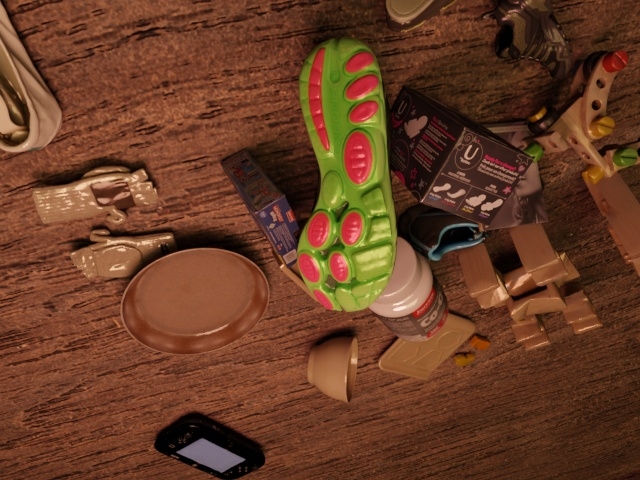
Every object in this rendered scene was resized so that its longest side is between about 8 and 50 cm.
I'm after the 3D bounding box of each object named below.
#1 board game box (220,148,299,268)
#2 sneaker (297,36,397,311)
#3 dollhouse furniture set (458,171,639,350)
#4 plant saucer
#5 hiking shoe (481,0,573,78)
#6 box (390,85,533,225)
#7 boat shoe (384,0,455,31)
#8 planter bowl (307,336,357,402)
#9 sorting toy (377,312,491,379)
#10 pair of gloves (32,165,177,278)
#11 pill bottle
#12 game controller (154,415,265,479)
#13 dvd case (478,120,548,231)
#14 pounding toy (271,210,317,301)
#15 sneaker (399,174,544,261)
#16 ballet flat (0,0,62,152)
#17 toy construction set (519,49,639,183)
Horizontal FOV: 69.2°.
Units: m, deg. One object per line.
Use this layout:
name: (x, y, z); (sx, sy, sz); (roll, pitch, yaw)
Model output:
board game box: (-0.110, -0.072, 0.877); (0.060, 0.194, 0.194); (-32, 147, -7)
sneaker: (0.066, -0.099, 0.836); (0.185, 0.202, 0.484); (8, 106, 19)
dollhouse furniture set: (0.579, 0.036, 1.133); (0.394, 0.257, 0.362); (-29, 132, 28)
plant saucer: (-0.267, 0.128, 1.009); (0.310, 0.050, 0.311); (-12, 131, -14)
hiking shoe: (0.391, -0.379, 0.876); (0.114, 0.086, 0.226); (-27, 135, 31)
box: (0.231, -0.164, 0.855); (0.163, 0.247, 0.142); (15, 118, -24)
boat shoe: (0.206, -0.439, 0.783); (0.227, 0.068, 0.081); (-33, 85, 2)
planter bowl: (0.029, 0.322, 1.184); (0.109, 0.162, 0.162); (4, 125, 13)
sorting toy: (0.332, 0.301, 1.318); (0.307, 0.041, 0.229); (21, 114, -31)
pair of gloves: (-0.399, -0.031, 0.890); (0.204, 0.042, 0.240); (-17, 130, -11)
pill bottle: (0.179, 0.110, 1.024); (0.161, 0.161, 0.283); (-33, 144, 7)
game controller: (-0.305, 0.595, 1.307); (0.166, 0.067, 0.319); (-38, 123, 10)
dvd case: (0.387, -0.137, 0.970); (0.164, 0.018, 0.222); (-8, 85, -16)
pounding toy: (-0.002, -0.010, 0.991); (0.206, 0.094, 0.181); (-44, 118, 3)
sneaker: (0.356, -0.048, 1.032); (0.340, 0.140, 0.125); (-24, 124, -1)
ballet flat: (-0.505, -0.298, 0.633); (0.139, 0.139, 0.401); (-22, 125, -1)
toy construction set: (0.538, -0.185, 0.876); (0.237, 0.309, 0.257); (-39, 124, -2)
